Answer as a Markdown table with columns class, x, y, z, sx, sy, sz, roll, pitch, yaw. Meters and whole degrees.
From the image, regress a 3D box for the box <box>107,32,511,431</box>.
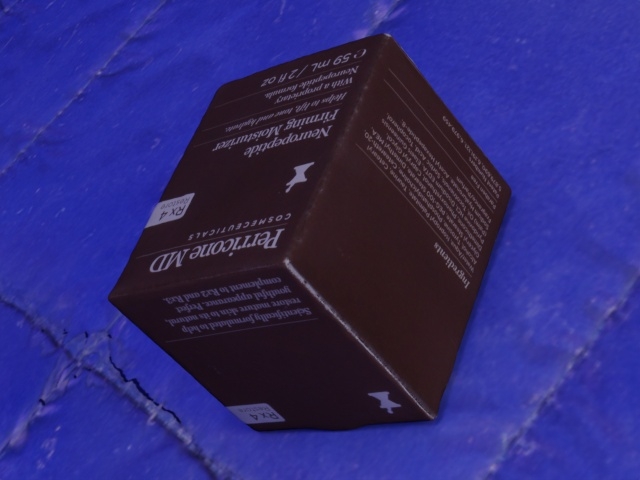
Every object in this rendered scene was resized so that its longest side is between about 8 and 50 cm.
| class | x | y | z | sx | sy | sz | roll | pitch | yaw |
| --- | --- | --- | --- | --- | --- | --- | --- | --- | --- |
| box | 0.000 | 0.000 | 0.876 | 0.168 | 0.167 | 0.203 | -11 | 43 | 40 |
